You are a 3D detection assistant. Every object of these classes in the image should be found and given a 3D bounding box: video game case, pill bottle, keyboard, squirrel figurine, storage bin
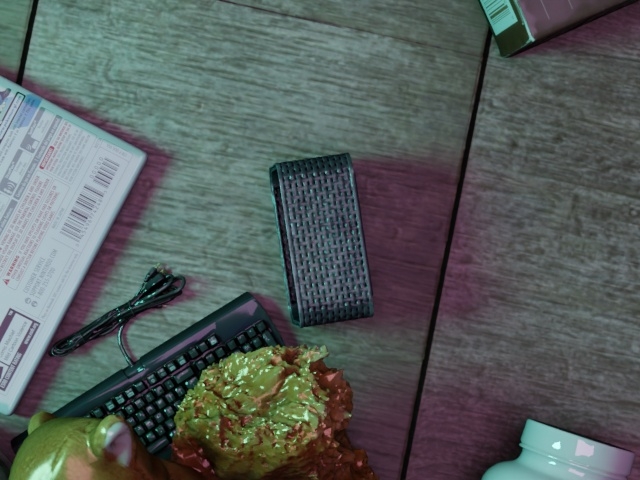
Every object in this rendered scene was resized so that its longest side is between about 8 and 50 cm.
[{"bbox_3d":[-0.396,-0.020,1.595,0.300,0.036,0.329,28,87,-6],"label":"video game case"},{"bbox_3d":[0.237,0.367,1.591,0.181,0.181,0.323,18,87,-6],"label":"pill bottle"},{"bbox_3d":[-0.200,0.156,1.618,0.317,0.033,0.201,-33,93,-7],"label":"keyboard"},{"bbox_3d":[-0.128,0.276,1.490,0.370,0.281,0.397,47,67,-18],"label":"squirrel figurine"},{"bbox_3d":[0.000,0.000,1.597,0.084,0.122,0.180,-8,90,-6],"label":"storage bin"}]

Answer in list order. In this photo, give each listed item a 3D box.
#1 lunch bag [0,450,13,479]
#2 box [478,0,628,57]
[{"bbox_3d":[-0.429,0.303,1.461,0.235,0.287,0.169,-41,94,-5],"label":"lunch bag"},{"bbox_3d":[0.351,-0.368,1.637,0.381,0.143,0.191,-25,92,-8],"label":"box"}]
